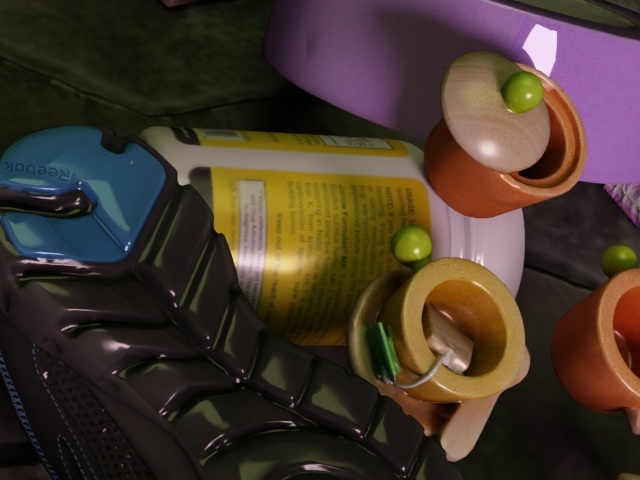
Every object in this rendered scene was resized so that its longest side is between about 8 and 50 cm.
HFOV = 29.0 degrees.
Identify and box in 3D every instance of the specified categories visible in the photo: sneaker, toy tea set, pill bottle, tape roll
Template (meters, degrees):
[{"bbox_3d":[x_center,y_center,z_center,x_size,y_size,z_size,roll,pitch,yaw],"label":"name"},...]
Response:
[{"bbox_3d":[-0.041,0.106,0.565,0.125,0.140,0.341,-29,78,-35],"label":"sneaker"},{"bbox_3d":[0.137,0.063,0.587,0.200,0.124,0.336,-30,86,-34],"label":"toy tea set"},{"bbox_3d":[0.000,0.000,0.692,0.208,0.119,0.119,2,44,-18],"label":"pill bottle"},{"bbox_3d":[0.104,-0.129,0.812,0.274,0.090,0.275,16,19,-6],"label":"tape roll"}]

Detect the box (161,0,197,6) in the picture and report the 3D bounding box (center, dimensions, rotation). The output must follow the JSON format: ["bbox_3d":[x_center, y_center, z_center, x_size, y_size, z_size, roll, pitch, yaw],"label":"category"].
[{"bbox_3d":[-0.128,-0.312,0.973,0.122,0.128,0.257,-20,53,-34],"label":"box"}]

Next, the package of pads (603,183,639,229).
[{"bbox_3d":[0.249,-0.036,0.879,0.083,0.032,0.050,-12,52,-28],"label":"package of pads"}]
